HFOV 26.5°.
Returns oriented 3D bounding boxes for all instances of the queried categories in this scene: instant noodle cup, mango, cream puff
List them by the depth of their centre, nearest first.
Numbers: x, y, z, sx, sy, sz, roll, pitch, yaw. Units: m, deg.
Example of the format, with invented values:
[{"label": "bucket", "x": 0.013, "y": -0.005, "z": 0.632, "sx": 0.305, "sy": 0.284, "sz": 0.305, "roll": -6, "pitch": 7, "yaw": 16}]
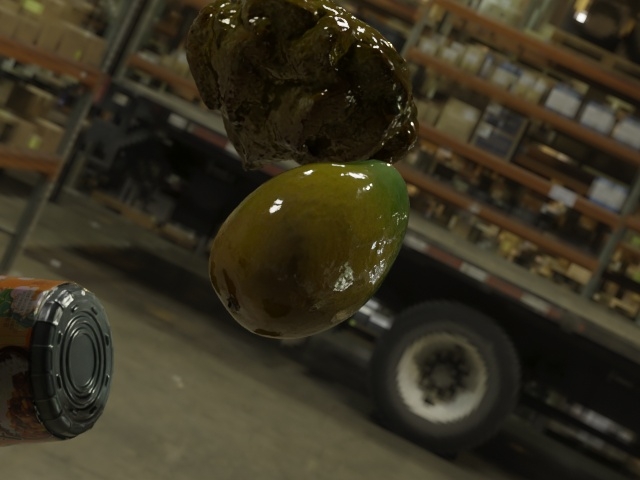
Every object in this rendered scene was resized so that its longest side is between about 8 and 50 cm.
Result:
[{"label": "mango", "x": 0.000, "y": 0.000, "z": 0.999, "sx": 0.092, "sy": 0.130, "sz": 0.195, "roll": 14, "pitch": 38, "yaw": 33}, {"label": "instant noodle cup", "x": -0.248, "y": 0.100, "z": 1.116, "sx": 0.126, "sy": 0.177, "sz": 0.208, "roll": -1, "pitch": 31, "yaw": 18}, {"label": "cream puff", "x": -0.015, "y": -0.164, "z": 1.368, "sx": 0.244, "sy": 0.196, "sz": 0.244, "roll": 63, "pitch": 7, "yaw": -15}]
